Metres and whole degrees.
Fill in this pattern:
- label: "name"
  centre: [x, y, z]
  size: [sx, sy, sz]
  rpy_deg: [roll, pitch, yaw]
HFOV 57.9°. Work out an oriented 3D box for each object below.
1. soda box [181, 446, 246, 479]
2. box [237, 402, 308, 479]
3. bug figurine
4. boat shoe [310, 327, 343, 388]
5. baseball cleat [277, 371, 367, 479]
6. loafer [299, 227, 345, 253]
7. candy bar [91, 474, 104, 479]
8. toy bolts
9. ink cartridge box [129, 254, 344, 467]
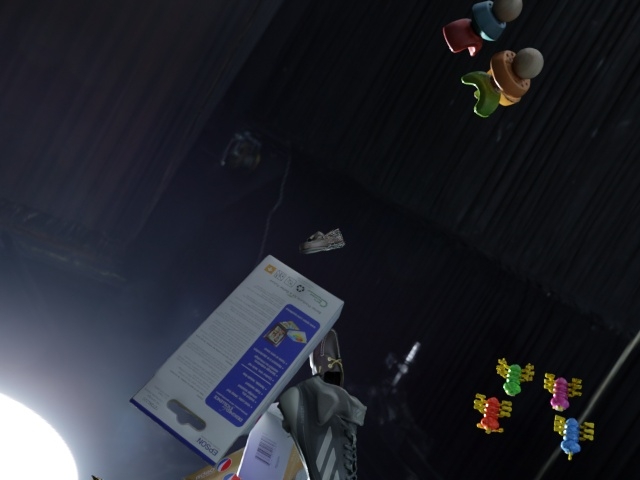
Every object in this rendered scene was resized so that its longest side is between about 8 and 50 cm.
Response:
- label: "soda box"
  centre: [-0.249, 0.586, 1.426]
  size: [0.061, 0.181, 0.058]
  rpy_deg: [65, 177, -23]
- label: "box"
  centre: [-0.047, 0.365, 1.036]
  size: [0.091, 0.130, 0.170]
  rpy_deg: [17, -179, 32]
- label: "bug figurine"
  centre: [0.539, 0.420, 1.460]
  size: [0.279, 0.216, 0.072]
  rpy_deg: [12, 144, 22]
- label: "boat shoe"
  centre: [0.022, 0.314, 1.368]
  size: [0.081, 0.228, 0.068]
  rpy_deg: [16, 160, -39]
- label: "baseball cleat"
  centre: [0.024, 0.258, 0.703]
  size: [0.206, 0.109, 0.072]
  rpy_deg: [58, -177, 25]
- label: "loafer"
  centre: [0.000, 0.000, 1.073]
  size: [0.045, 0.039, 0.125]
  rpy_deg: [-13, 177, 35]
- label: "candy bar"
  centre: [-0.553, 0.631, 1.489]
  size: [0.040, 0.018, 0.161]
  rpy_deg: [27, 152, 13]
- label: "toy bolts"
  centre: [0.398, -0.407, 1.238]
  size: [0.218, 0.158, 0.228]
  rpy_deg: [-17, -98, -45]
- label: "ink cartridge box"
  centre: [-0.130, 0.196, 1.000]
  size: [0.175, 0.371, 0.069]
  rpy_deg: [32, 142, 14]
